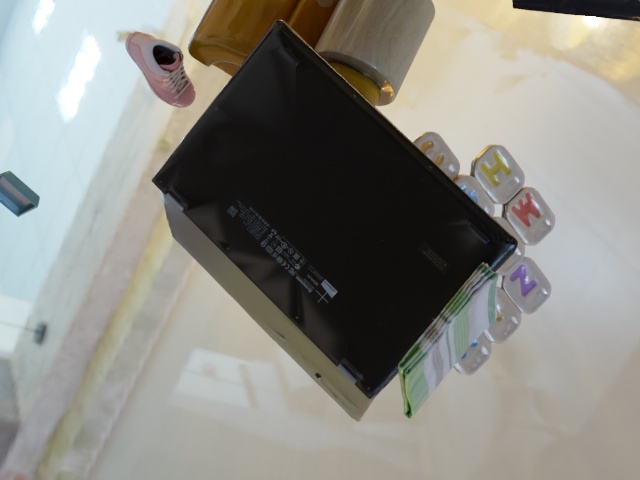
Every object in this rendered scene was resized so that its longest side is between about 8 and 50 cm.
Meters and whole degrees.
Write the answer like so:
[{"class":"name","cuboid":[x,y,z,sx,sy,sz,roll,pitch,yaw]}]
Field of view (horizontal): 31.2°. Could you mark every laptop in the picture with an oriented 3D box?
[{"class":"laptop","cuboid":[0.000,0.000,1.455,0.408,0.382,0.236,-49,171,21]}]

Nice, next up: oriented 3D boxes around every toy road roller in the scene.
[{"class":"toy road roller","cuboid":[-0.026,-0.260,1.482,0.202,0.241,0.329,-65,-166,-18]}]

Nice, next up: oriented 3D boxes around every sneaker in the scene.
[{"class":"sneaker","cuboid":[-0.202,-0.223,1.537,0.070,0.134,0.051,20,-113,47]}]

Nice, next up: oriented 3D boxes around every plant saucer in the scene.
[{"class":"plant saucer","cuboid":[-0.435,-0.066,1.620,0.018,0.067,0.192,-52,-165,-18]}]

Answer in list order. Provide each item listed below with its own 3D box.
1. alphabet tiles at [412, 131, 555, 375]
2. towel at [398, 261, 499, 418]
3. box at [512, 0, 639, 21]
[{"class":"alphabet tiles","cuboid":[0.160,0.019,1.406,0.284,0.278,0.021,-43,-162,-13]},{"class":"towel","cuboid":[0.135,0.106,1.181,0.023,0.113,0.152,30,-115,27]},{"class":"box","cuboid":[0.434,-0.325,1.163,0.395,0.097,0.318,15,-136,35]}]
